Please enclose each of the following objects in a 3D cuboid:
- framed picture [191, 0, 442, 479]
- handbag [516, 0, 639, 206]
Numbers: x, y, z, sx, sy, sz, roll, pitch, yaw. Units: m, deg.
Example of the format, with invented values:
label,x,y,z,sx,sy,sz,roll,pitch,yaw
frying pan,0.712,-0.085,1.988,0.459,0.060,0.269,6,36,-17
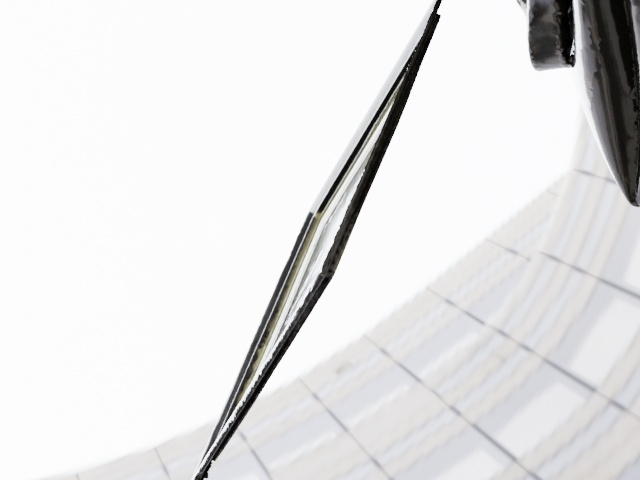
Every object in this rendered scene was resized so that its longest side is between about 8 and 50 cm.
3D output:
label,x,y,z,sx,sy,sz,roll,pitch,yaw
framed picture,0.000,0.000,0.712,0.010,0.195,0.199,27,-130,-4
handbag,0.121,-0.186,0.711,0.113,0.285,0.257,-21,-35,6
